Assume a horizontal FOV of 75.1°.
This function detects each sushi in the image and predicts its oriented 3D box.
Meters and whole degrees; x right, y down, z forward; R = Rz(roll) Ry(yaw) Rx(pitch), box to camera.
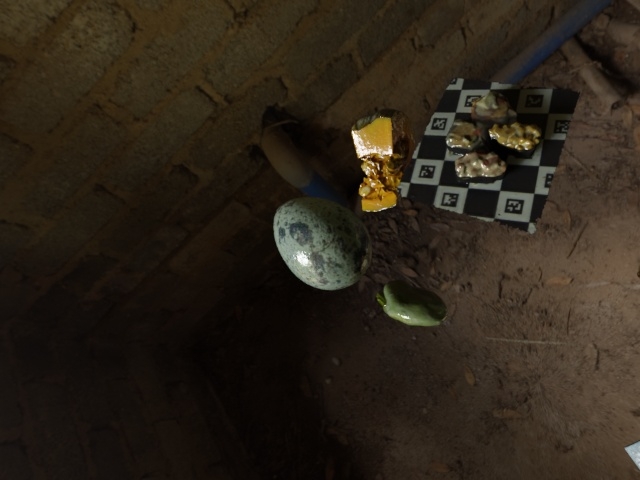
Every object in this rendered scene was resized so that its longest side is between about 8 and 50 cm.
[{"bbox_3d":[0.219,-0.134,0.552,0.193,0.040,0.210,20,79,30],"label":"sushi"}]

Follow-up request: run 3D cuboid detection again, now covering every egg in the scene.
[{"bbox_3d":[0.000,0.000,0.647,0.172,0.132,0.132,39,93,15],"label":"egg"}]

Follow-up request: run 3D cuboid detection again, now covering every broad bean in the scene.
[{"bbox_3d":[0.265,0.186,1.229,0.228,0.169,0.100,6,109,39],"label":"broad bean"}]

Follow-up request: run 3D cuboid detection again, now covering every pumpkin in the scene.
[{"bbox_3d":[0.174,-0.249,1.216,0.139,0.190,0.280,-1,58,37],"label":"pumpkin"}]

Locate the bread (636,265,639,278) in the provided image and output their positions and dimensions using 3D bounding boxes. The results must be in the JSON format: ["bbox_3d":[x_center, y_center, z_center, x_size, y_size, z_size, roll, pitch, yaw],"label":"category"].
[{"bbox_3d":[0.834,0.112,0.776,0.417,0.165,0.113,21,79,-7],"label":"bread"}]

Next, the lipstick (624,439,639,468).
[{"bbox_3d":[0.680,0.318,0.705,0.317,0.066,0.068,-65,35,40],"label":"lipstick"}]
